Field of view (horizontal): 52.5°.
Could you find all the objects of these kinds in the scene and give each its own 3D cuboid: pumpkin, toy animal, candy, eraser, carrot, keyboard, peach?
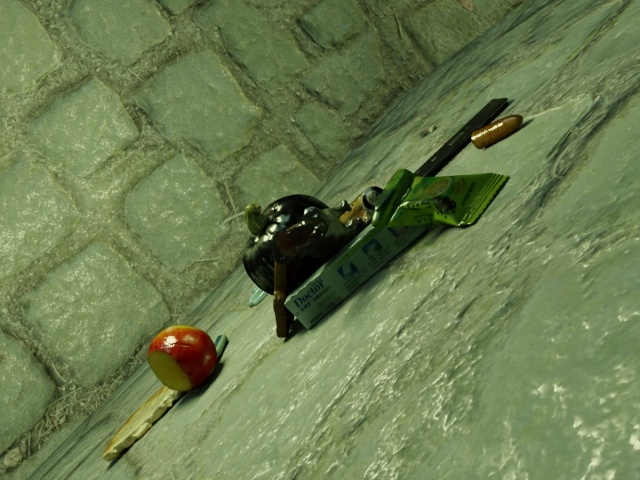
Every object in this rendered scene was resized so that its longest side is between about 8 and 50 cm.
[{"bbox_3d":[-0.111,0.000,1.786,0.296,0.296,0.296,-42,9,8],"label":"pumpkin"},{"bbox_3d":[0.010,-0.012,1.432,0.168,0.106,0.343,-42,-20,12],"label":"toy animal"},{"bbox_3d":[0.222,-0.075,1.243,0.246,0.069,0.149,2,51,47],"label":"candy"},{"bbox_3d":[0.372,-0.380,2.258,0.027,0.019,0.099,-47,10,-22],"label":"eraser"},{"bbox_3d":[0.394,-0.246,1.444,0.048,0.048,0.139,-48,11,-27],"label":"carrot"},{"bbox_3d":[0.363,-0.260,1.712,0.317,0.027,0.106,-44,12,0],"label":"keyboard"},{"bbox_3d":[-0.377,0.326,1.764,0.190,0.190,0.192,-41,17,14],"label":"peach"}]

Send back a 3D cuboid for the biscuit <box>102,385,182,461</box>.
[{"bbox_3d":[-0.507,0.510,1.915,0.309,0.040,0.204,-44,9,-6],"label":"biscuit"}]

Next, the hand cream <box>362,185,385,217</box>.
[{"bbox_3d":[0.139,-0.072,1.442,0.084,0.050,0.257,-42,-20,9],"label":"hand cream"}]

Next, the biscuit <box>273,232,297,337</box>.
[{"bbox_3d":[-0.082,0.099,1.490,0.180,0.039,0.237,-60,-26,-72],"label":"biscuit"}]

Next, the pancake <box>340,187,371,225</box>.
[{"bbox_3d":[0.104,-0.077,1.900,0.266,0.057,0.244,-46,9,-12],"label":"pancake"}]

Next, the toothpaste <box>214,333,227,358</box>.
[{"bbox_3d":[-0.306,0.324,1.926,0.057,0.034,0.197,-57,6,16],"label":"toothpaste"}]

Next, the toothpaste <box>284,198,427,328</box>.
[{"bbox_3d":[0.071,0.049,1.378,0.336,0.081,0.067,-41,8,13],"label":"toothpaste"}]

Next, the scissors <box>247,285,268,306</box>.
[{"bbox_3d":[-0.107,0.091,2.156,0.360,0.029,0.191,-38,14,19],"label":"scissors"}]
